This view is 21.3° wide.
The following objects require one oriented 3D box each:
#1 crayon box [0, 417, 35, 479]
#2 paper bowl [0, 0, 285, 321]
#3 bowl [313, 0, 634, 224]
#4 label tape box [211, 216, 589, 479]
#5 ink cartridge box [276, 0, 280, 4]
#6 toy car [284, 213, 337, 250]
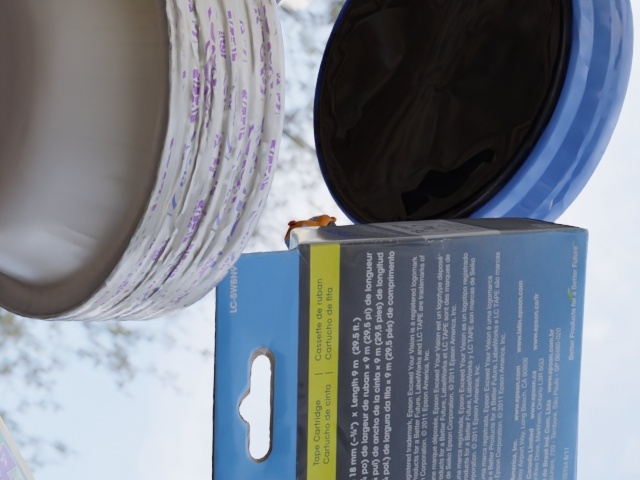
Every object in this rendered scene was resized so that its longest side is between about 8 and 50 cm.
[{"bbox_3d":[-0.410,0.298,1.905,0.106,0.313,0.363,-27,-168,3],"label":"crayon box"},{"bbox_3d":[-0.161,-0.091,1.056,0.284,0.148,0.284,-4,-95,50],"label":"paper bowl"},{"bbox_3d":[0.140,-0.167,1.741,0.391,0.077,0.391,-19,-117,43],"label":"bowl"},{"bbox_3d":[0.046,0.108,1.352,0.106,0.334,0.240,17,-72,61],"label":"label tape box"},{"bbox_3d":[-0.044,-0.315,1.468,0.273,0.114,0.197,-49,170,14],"label":"ink cartridge box"},{"bbox_3d":[0.000,0.000,1.556,0.060,0.040,0.122,-57,-159,-6],"label":"toy car"}]
